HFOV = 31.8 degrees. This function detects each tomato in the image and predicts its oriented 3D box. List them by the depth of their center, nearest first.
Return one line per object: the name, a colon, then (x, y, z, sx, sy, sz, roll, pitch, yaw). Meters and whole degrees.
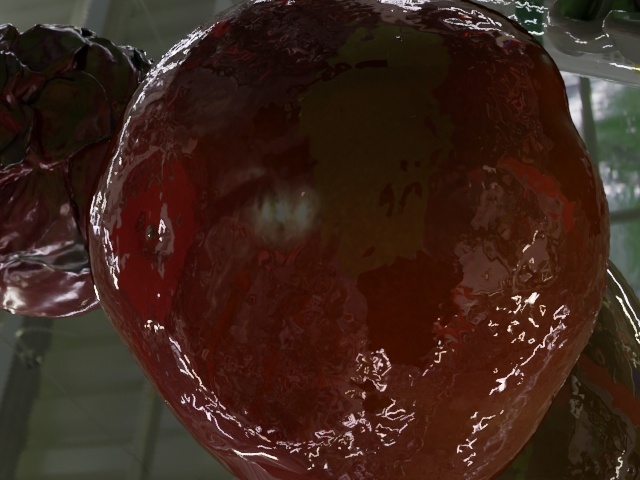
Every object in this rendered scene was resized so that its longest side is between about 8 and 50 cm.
tomato: (0.002, -0.004, 0.509, 0.180, 0.259, 0.260, -4, -146, -40)

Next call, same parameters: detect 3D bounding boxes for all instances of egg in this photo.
egg: (0.115, 0.131, 0.821, 0.283, 0.282, 0.351, -16, -96, 9)

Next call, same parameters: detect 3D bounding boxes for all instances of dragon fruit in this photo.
dragon fruit: (-0.204, -0.049, 0.898, 0.244, 0.299, 0.244, -31, -128, 50)

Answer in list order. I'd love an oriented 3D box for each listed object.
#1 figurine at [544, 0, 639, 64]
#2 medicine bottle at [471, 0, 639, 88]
figurine: (0.262, -0.142, 0.537, 0.309, 0.143, 0.308, -5, -133, 5)
medicine bottle: (0.213, -0.258, 1.006, 0.340, 0.208, 0.208, 17, -119, 24)
